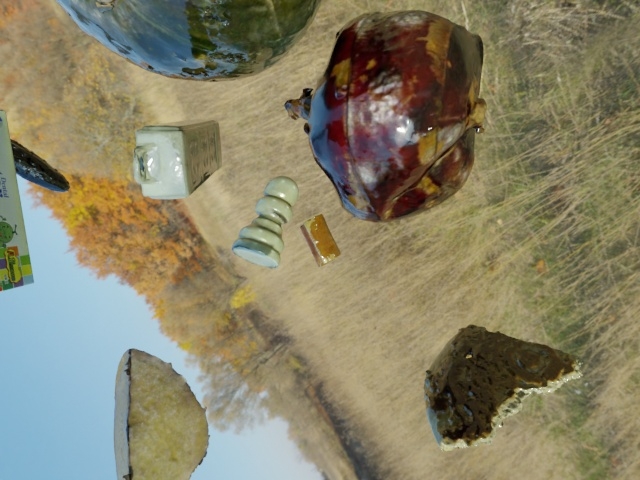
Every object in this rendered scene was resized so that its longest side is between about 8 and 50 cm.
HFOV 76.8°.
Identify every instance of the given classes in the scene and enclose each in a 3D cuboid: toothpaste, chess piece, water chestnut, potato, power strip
[{"bbox_3d":[-0.297,-0.033,0.354,0.046,0.034,0.164,-30,-66,-78],"label":"toothpaste"},{"bbox_3d":[-0.133,-0.061,1.074,0.133,0.243,0.133,16,161,6],"label":"chess piece"},{"bbox_3d":[0.090,-0.200,0.678,0.346,0.335,0.335,6,140,19],"label":"water chestnut"},{"bbox_3d":[-0.203,0.222,0.499,0.089,0.100,0.172,-31,66,45],"label":"potato"},{"bbox_3d":[-0.170,-0.113,0.519,0.272,0.052,0.078,-108,17,-71],"label":"power strip"}]

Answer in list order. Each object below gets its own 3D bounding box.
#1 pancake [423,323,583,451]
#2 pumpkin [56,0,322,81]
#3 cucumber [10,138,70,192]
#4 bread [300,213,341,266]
[{"bbox_3d":[0.286,0.224,0.635,0.266,0.244,0.057,-70,-27,-63],"label":"pancake"},{"bbox_3d":[-0.196,-0.423,0.514,0.454,0.344,0.454,25,158,11],"label":"pumpkin"},{"bbox_3d":[-0.759,-0.209,0.984,0.303,0.072,0.081,41,-164,-53],"label":"cucumber"},{"bbox_3d":[0.000,0.000,0.694,0.083,0.047,0.036,64,176,-2],"label":"bread"}]
